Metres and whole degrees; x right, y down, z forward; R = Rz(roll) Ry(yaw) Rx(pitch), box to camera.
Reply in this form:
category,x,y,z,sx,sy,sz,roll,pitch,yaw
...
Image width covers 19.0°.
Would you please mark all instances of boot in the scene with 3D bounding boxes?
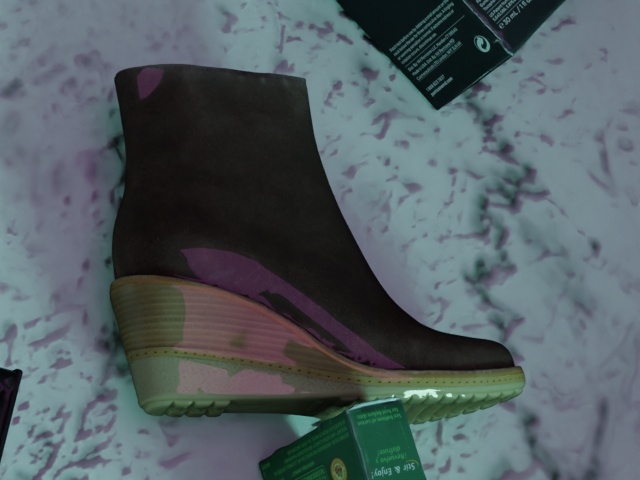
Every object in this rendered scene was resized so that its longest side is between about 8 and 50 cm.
category,x,y,z,sx,sy,sz,roll,pitch,yaw
boot,0.000,0.000,1.107,0.248,0.090,0.207,4,71,-21

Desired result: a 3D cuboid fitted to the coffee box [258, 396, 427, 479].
category,x,y,z,sx,sy,sz,roll,pitch,yaw
coffee box,0.030,0.189,1.036,0.040,0.113,0.184,-8,73,-32

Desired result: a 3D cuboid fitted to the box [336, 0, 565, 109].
category,x,y,z,sx,sy,sz,roll,pitch,yaw
box,0.111,-0.240,1.253,0.184,0.103,0.261,49,58,-5

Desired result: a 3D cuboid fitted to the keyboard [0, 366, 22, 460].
category,x,y,z,sx,sy,sz,roll,pitch,yaw
keyboard,-0.200,0.145,0.992,0.108,0.023,0.180,16,64,-13
